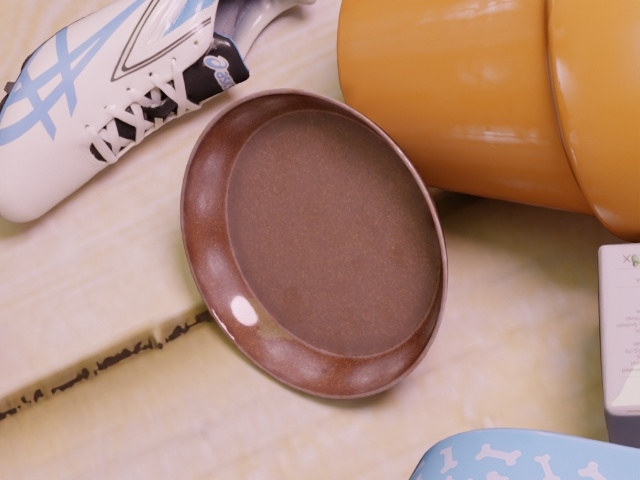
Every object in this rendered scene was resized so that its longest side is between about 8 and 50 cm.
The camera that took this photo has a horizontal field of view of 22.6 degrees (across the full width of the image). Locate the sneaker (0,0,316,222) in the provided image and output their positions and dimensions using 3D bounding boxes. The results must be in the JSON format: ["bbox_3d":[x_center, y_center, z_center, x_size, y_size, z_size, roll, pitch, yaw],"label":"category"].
[{"bbox_3d":[-0.100,-0.097,0.923,0.237,0.085,0.086,-46,59,-8],"label":"sneaker"}]

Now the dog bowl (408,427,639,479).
[{"bbox_3d":[0.163,0.159,0.705,0.297,0.166,0.074,9,56,17],"label":"dog bowl"}]

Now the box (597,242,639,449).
[{"bbox_3d":[0.187,0.057,0.774,0.102,0.101,0.087,-2,65,12],"label":"box"}]

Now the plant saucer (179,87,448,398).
[{"bbox_3d":[0.000,0.000,0.836,0.168,0.168,0.029,32,34,24],"label":"plant saucer"}]

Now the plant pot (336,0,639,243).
[{"bbox_3d":[0.120,-0.099,0.822,0.188,0.205,0.205,-1,64,31],"label":"plant pot"}]
